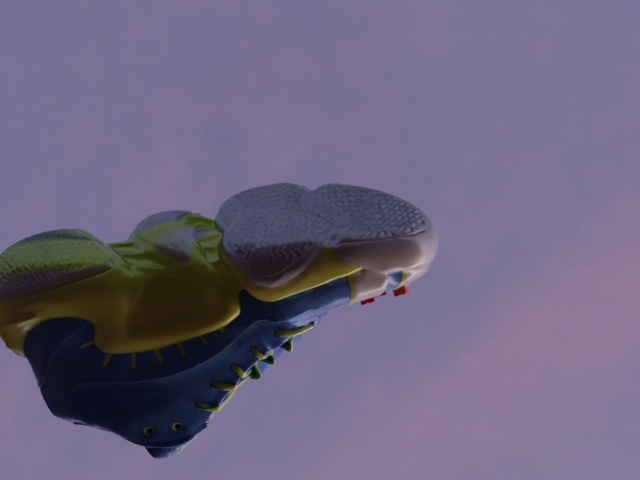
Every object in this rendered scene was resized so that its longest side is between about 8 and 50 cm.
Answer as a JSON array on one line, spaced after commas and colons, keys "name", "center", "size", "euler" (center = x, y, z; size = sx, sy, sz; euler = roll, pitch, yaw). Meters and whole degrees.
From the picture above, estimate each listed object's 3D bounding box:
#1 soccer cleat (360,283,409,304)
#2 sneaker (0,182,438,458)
[{"name": "soccer cleat", "center": [0.000, 0.000, 0.851], "size": [0.068, 0.196, 0.076], "euler": [-16, -101, 25]}, {"name": "sneaker", "center": [-0.051, 0.045, 0.711], "size": [0.240, 0.091, 0.126], "euler": [-6, -65, 11]}]
